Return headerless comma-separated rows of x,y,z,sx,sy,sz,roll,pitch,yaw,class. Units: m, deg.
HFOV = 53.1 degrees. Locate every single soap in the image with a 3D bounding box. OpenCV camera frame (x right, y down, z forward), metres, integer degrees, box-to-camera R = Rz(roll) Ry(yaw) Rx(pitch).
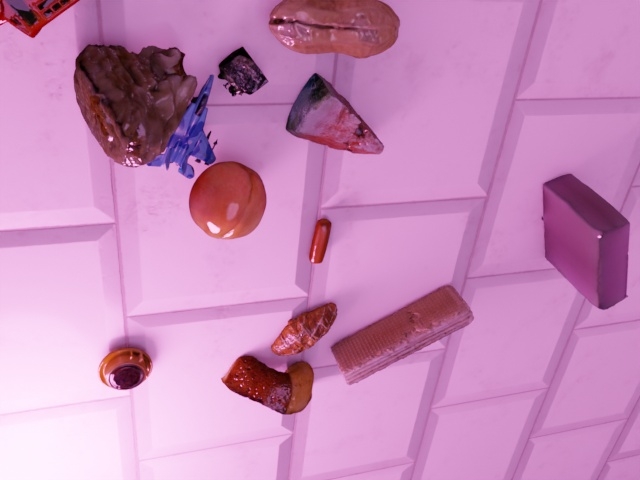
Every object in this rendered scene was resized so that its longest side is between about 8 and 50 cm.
0.745,0.004,1.815,0.107,0.285,0.296,-21,129,-3,soap

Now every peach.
-0.208,-0.094,1.462,0.184,0.184,0.184,-10,126,-14,peach

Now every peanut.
0.034,-0.448,1.339,0.290,0.130,0.130,-2,123,-17,peanut

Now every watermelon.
0.046,-0.263,1.505,0.241,0.094,0.154,22,120,-34,watermelon

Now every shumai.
-0.357,-0.282,1.279,0.218,0.256,0.189,-32,173,-21,shumai

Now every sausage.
0.000,0.000,1.684,0.039,0.041,0.131,4,121,-17,sausage

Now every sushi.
-0.172,-0.354,1.367,0.084,0.056,0.083,-36,128,4,sushi

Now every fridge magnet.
-0.521,0.347,1.712,0.143,0.063,0.143,-12,125,-17,fridge magnet

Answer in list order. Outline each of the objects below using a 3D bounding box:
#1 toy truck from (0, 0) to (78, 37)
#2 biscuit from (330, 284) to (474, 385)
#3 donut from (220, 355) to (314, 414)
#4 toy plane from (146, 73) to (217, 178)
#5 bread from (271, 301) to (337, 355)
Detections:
-0.502,-0.452,1.145,0.252,0.107,0.114,-35,127,4,toy truck
0.242,0.279,1.904,0.426,0.144,0.078,-29,127,-1,biscuit
-0.127,0.417,1.861,0.295,0.151,0.112,10,109,-25,donut
-0.285,-0.251,1.387,0.169,0.078,0.246,16,110,-29,toy plane
-0.043,0.262,1.828,0.233,0.076,0.105,-37,129,5,bread
